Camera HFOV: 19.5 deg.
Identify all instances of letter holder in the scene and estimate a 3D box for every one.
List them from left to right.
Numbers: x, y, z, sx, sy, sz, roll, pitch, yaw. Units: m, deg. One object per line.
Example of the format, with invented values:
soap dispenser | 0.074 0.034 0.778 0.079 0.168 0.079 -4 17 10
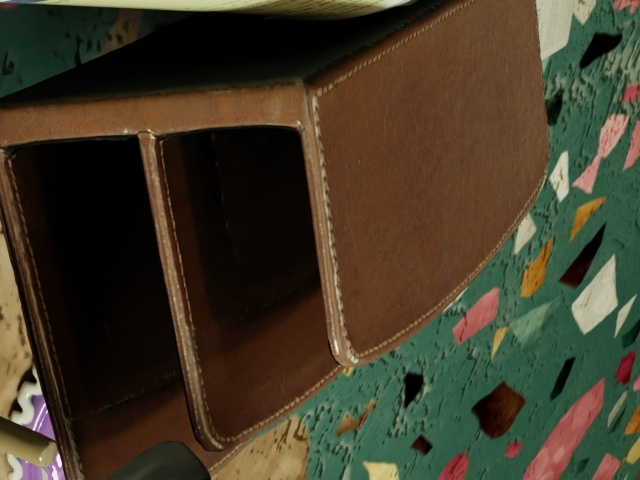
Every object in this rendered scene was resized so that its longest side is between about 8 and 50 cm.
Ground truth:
letter holder | 0.000 0.000 0.881 0.302 0.152 0.214 -38 122 -61

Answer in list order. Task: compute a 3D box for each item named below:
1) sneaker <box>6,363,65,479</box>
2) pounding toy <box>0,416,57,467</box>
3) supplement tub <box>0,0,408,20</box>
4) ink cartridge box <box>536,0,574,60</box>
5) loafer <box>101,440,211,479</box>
sneaker | -0.090 0.070 1.043 0.095 0.104 0.236 12 106 -62
pounding toy | -0.178 0.036 0.754 0.155 0.269 0.154 -6 106 -24
supplement tub | -0.044 -0.205 0.730 0.325 0.235 0.235 -7 121 -56
ink cartridge box | 0.067 -0.147 1.126 0.231 0.078 0.134 -33 140 -41
loafer | -0.130 0.190 0.668 0.302 0.095 0.109 -38 167 -32
